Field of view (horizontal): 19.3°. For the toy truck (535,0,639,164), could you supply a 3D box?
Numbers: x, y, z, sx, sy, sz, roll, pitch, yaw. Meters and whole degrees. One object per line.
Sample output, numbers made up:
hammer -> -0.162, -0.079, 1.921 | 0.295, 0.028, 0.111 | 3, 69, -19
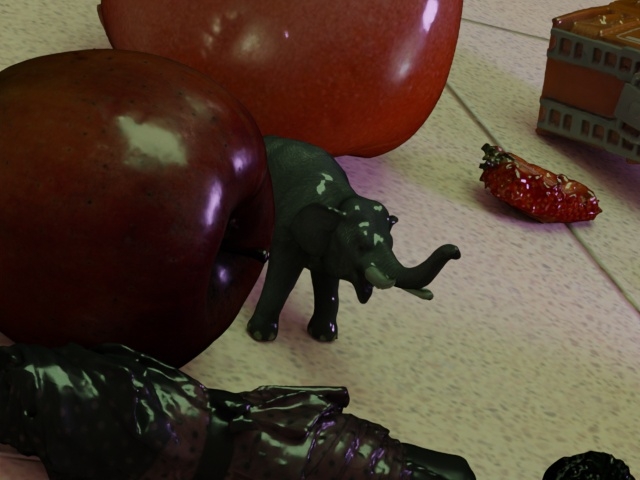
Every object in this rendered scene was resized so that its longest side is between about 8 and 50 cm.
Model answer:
toy truck -> 0.419, -0.134, 1.943 | 0.388, 0.173, 0.207 | 23, 24, 40

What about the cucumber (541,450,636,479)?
cucumber -> 0.155, 0.222, 1.164 | 0.072, 0.072, 0.300 | 24, 23, 2

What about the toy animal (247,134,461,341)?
toy animal -> -0.002, 0.010, 1.395 | 0.082, 0.137, 0.269 | 7, 20, -39

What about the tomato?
tomato -> -0.026, -0.232, 1.704 | 0.341, 0.272, 0.341 | 19, 24, -9

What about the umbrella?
umbrella -> -0.048, 0.127, 1.163 | 0.326, 0.094, 0.090 | 14, 40, -19

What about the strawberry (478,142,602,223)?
strawberry -> 0.209, -0.047, 1.811 | 0.152, 0.048, 0.104 | 25, 13, -31

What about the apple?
apple -> -0.140, -0.019, 1.234 | 0.234, 0.234, 0.234 | 19, 24, -9
